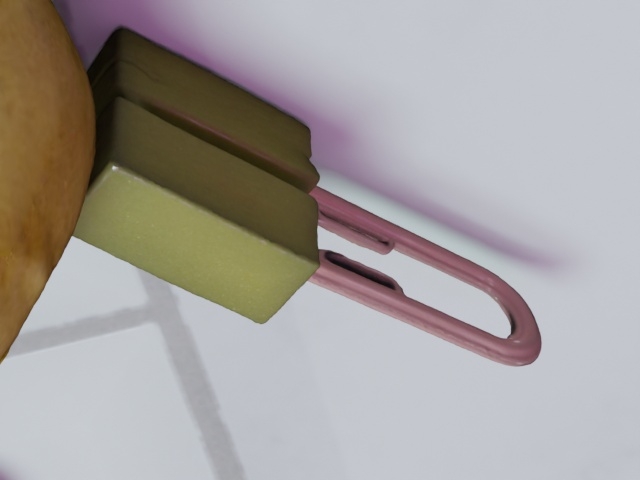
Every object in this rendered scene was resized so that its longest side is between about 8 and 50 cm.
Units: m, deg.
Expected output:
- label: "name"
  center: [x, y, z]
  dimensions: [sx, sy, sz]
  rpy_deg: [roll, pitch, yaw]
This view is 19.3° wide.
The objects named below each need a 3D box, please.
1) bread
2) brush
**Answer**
- label: "bread"
  center: [-0.161, -0.045, 0.723]
  dimensions: [0.174, 0.133, 0.251]
  rpy_deg: [-11, 90, 40]
- label: "brush"
  center: [0.000, 0.000, 0.813]
  dimensions: [0.233, 0.103, 0.047]
  rpy_deg: [27, 122, -23]
